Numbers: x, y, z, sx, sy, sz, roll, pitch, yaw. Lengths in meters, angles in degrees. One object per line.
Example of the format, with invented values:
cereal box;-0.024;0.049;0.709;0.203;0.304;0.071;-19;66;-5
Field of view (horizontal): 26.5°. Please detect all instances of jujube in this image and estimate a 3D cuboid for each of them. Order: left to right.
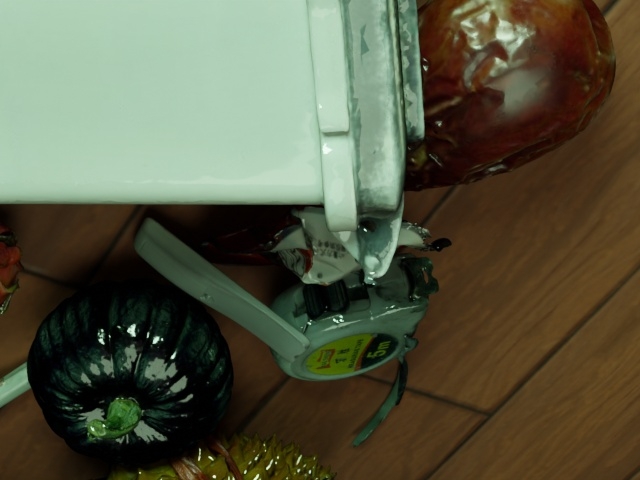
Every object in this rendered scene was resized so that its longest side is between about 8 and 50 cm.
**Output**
jujube;0.118;-0.124;1.084;0.236;0.168;0.168;-30;134;29

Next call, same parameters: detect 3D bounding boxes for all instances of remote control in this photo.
remote control;-0.091;0.049;1.207;0.184;0.027;0.050;37;151;-2

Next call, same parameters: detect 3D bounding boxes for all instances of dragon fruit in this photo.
dragon fruit;-0.303;0.033;1.171;0.081;0.086;0.116;5;148;-36

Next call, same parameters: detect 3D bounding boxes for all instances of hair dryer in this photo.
hair dryer;-0.327;0.152;1.307;0.137;0.047;0.082;-31;132;8

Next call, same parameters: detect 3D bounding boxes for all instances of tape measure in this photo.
tape measure;0.017;0.116;1.359;0.164;0.084;0.330;-3;152;-10

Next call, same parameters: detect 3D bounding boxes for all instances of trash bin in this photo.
trash bin;-0.119;-0.122;0.928;0.367;0.256;0.296;-5;112;1

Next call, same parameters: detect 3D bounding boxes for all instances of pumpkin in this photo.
pumpkin;-0.172;0.122;1.251;0.194;0.150;0.194;-13;153;-7

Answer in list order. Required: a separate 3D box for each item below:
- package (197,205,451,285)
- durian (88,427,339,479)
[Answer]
package;0.000;0.000;1.147;0.194;0.269;0.071;6;90;-9
durian;-0.118;0.363;1.356;0.347;0.384;0.347;22;144;17
